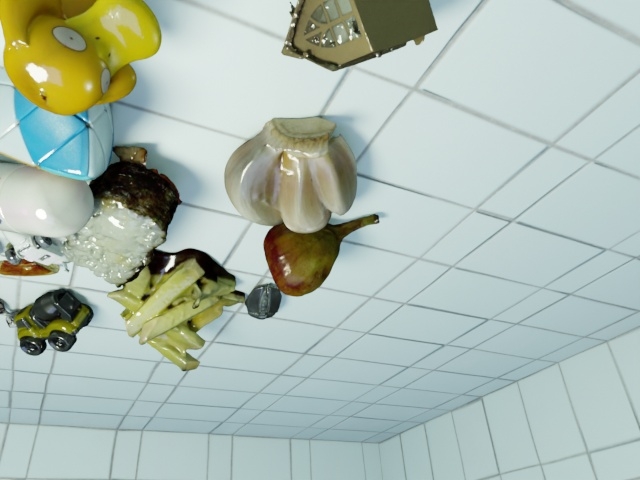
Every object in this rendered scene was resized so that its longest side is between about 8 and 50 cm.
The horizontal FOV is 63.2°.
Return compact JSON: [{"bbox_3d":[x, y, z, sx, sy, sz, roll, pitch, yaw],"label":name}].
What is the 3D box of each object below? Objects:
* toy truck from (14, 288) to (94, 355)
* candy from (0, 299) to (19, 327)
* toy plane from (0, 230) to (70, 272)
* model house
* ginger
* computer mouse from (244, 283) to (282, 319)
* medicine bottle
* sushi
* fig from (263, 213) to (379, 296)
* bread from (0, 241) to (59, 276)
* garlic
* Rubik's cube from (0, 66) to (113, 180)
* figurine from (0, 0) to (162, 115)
[{"bbox_3d":[-0.799,0.229,1.526,0.224,0.147,0.165,-13,121,17],"label":"toy truck"},{"bbox_3d":[-0.964,0.198,1.520,0.094,0.051,0.226,-8,144,17],"label":"candy"},{"bbox_3d":[-0.659,0.010,1.214,0.251,0.101,0.255,-29,153,-1],"label":"toy plane"},{"bbox_3d":[0.010,-0.338,0.779,0.248,0.181,0.176,-3,114,47],"label":"model house"},{"bbox_3d":[-0.398,0.206,1.463,0.358,0.211,0.413,-4,146,-4],"label":"ginger"},{"bbox_3d":[-0.178,0.199,1.602,0.106,0.062,0.192,4,147,-13],"label":"computer mouse"},{"bbox_3d":[-0.565,-0.078,0.973,0.341,0.130,0.130,7,153,29],"label":"medicine bottle"},{"bbox_3d":[-0.424,-0.050,1.106,0.196,0.182,0.343,21,138,-26],"label":"sushi"},{"bbox_3d":[0.002,0.029,1.288,0.290,0.190,0.190,-11,149,-20],"label":"fig"},{"bbox_3d":[-0.741,0.056,1.332,0.136,0.054,0.154,20,145,-29],"label":"bread"},{"bbox_3d":[-0.062,-0.116,1.092,0.279,0.132,0.325,4,141,2],"label":"garlic"},{"bbox_3d":[-0.454,-0.231,0.844,0.254,0.254,0.254,-3,146,-2],"label":"Rubik's cube"},{"bbox_3d":[-0.330,-0.286,0.712,0.215,0.228,0.215,-20,140,-17],"label":"figurine"}]
